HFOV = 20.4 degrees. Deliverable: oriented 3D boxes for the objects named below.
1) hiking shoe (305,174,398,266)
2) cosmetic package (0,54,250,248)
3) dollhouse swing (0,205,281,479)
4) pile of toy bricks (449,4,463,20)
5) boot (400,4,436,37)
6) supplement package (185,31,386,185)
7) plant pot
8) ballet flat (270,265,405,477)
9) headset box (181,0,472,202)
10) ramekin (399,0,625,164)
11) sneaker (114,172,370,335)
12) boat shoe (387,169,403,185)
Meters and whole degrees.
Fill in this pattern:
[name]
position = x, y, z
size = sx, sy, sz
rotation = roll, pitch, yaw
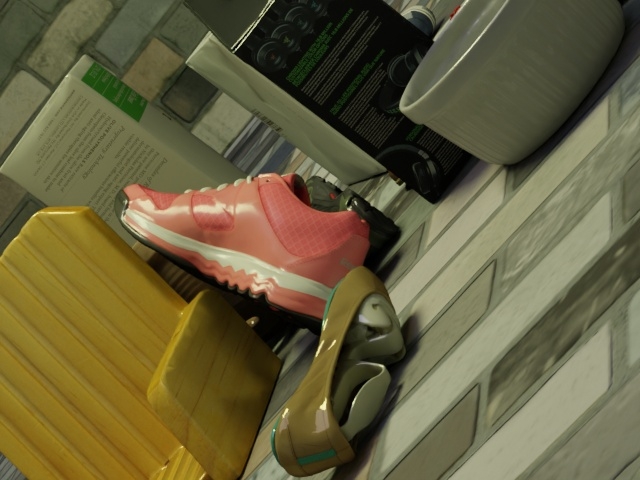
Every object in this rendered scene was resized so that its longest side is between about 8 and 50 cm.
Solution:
[hiking shoe]
position = 0.000, 0.000, 1.878
size = 0.114, 0.086, 0.227
rotation = -52, 12, -5
[cosmetic package]
position = -0.194, -0.051, 2.184
size = 0.155, 0.365, 0.197
rotation = -53, 10, 10
[dollhouse swing]
position = -0.271, 0.189, 1.846
size = 0.347, 0.305, 0.315
rotation = -47, 10, 26
[pile of toy bricks]
position = 0.207, -0.267, 1.813
size = 0.118, 0.105, 0.212
rotation = -56, 9, -21
[boot]
position = 0.084, -0.258, 2.532
size = 0.190, 0.069, 0.086
rotation = -43, 10, 41
[supplement package]
position = -0.007, -0.208, 2.172
size = 0.145, 0.262, 0.204
rotation = -54, 9, -10
[plant pot]
position = -0.103, 0.053, 1.986
size = 0.237, 0.109, 0.237
rotation = -26, -31, -17
[ballet flat]
position = 0.032, 0.103, 1.436
size = 0.073, 0.080, 0.232
rotation = -12, 34, 31
[headset box]
position = 0.014, -0.197, 1.787
size = 0.131, 0.283, 0.246
rotation = -52, 25, 6
[ramekin]
position = 0.175, -0.163, 1.564
size = 0.207, 0.109, 0.207
rotation = -51, 9, 11
[sneaker]
position = -0.072, -0.013, 1.802
size = 0.314, 0.116, 0.136
rotation = 24, 82, 35
[boat shoe]
position = 0.095, -0.119, 1.959
size = 0.064, 0.060, 0.178
rotation = -47, 10, 31
